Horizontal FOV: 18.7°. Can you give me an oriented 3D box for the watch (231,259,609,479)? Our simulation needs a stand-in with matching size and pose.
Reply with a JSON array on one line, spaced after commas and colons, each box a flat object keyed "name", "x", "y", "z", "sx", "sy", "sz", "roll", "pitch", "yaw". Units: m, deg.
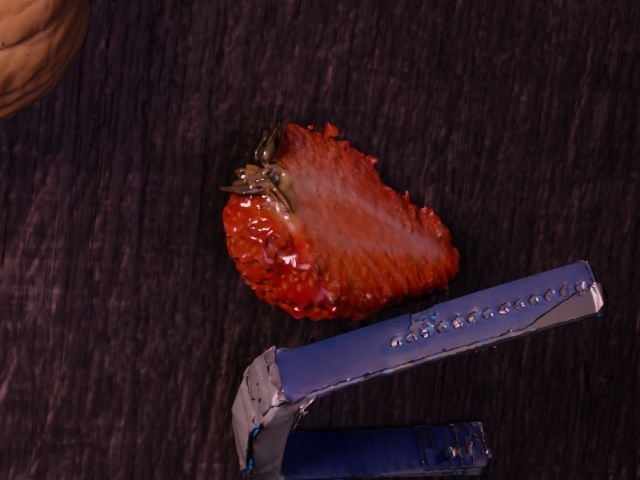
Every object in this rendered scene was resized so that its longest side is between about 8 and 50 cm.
[{"name": "watch", "x": 0.072, "y": 0.122, "z": 1.660, "sx": 0.274, "sy": 0.068, "sz": 0.276, "roll": 1, "pitch": 142, "yaw": -22}]

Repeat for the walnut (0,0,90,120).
[{"name": "walnut", "x": -0.301, "y": -0.182, "z": 1.443, "sx": 0.261, "sy": 0.225, "sz": 0.225, "roll": -18, "pitch": 107, "yaw": -14}]

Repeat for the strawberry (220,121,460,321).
[{"name": "strawberry", "x": -0.002, "y": 0.005, "z": 1.675, "sx": 0.236, "sy": 0.106, "sz": 0.175, "roll": 45, "pitch": 45, "yaw": -25}]
